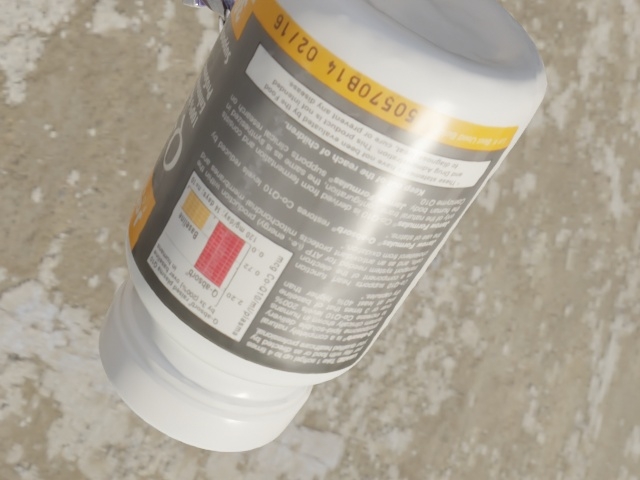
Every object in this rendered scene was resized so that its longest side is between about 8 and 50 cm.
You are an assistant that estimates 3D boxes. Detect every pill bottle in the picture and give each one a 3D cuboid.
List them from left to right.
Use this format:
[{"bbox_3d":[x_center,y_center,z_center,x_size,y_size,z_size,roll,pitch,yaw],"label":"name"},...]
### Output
[{"bbox_3d":[-0.013,-0.021,0.612,0.162,0.162,0.278,-6,137,-47],"label":"pill bottle"}]

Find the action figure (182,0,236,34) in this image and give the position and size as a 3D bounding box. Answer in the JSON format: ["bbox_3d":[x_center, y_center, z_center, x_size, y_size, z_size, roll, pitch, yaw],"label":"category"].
[{"bbox_3d":[-0.097,-0.297,1.395,0.185,0.285,0.099,-26,142,-58],"label":"action figure"}]
